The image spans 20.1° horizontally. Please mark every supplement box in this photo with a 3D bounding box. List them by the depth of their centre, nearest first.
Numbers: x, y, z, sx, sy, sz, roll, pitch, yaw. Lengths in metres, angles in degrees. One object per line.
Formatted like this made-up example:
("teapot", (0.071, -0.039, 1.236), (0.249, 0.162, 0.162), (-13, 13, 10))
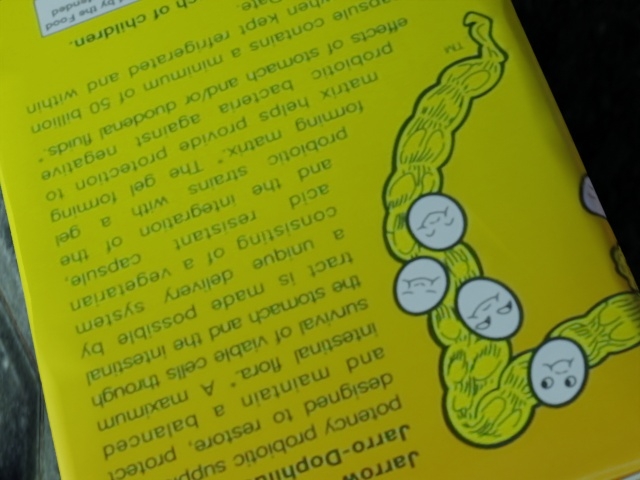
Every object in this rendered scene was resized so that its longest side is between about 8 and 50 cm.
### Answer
("supplement box", (0.000, 0.000, 0.697), (0.194, 0.195, 0.356), (66, -175, -57))
